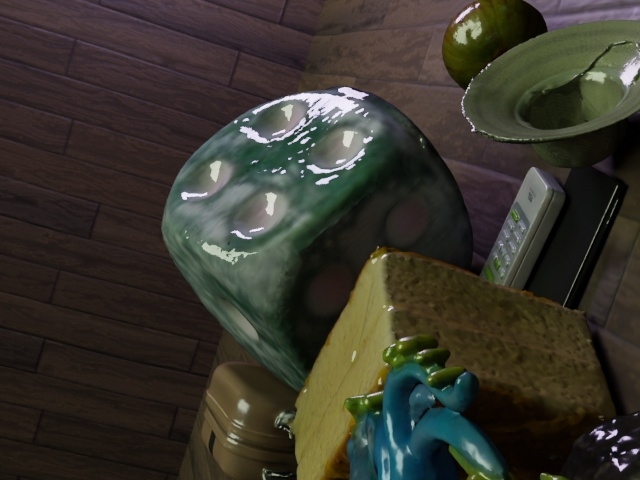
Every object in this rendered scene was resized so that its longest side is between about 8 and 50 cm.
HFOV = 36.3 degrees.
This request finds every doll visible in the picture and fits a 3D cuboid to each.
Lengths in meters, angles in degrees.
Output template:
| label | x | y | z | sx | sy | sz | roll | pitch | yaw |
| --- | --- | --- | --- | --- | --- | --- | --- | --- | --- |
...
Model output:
| label | x | y | z | sx | sy | sz | roll | pitch | yaw |
| --- | --- | --- | --- | --- | --- | --- | --- | --- | --- |
| doll | 0.099 | 0.241 | 0.780 | 0.341 | 0.099 | 0.345 | -137 | 47 | -65 |

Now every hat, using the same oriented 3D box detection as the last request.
| label | x | y | z | sx | sy | sz | roll | pitch | yaw |
| --- | --- | --- | --- | --- | --- | --- | --- | --- | --- |
| hat | 0.291 | -0.142 | 1.112 | 0.252 | 0.252 | 0.110 | -95 | -17 | -56 |

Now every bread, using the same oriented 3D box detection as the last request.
| label | x | y | z | sx | sy | sz | roll | pitch | yaw |
| --- | --- | --- | --- | --- | --- | --- | --- | --- | --- |
| bread | 0.134 | 0.192 | 1.056 | 0.207 | 0.279 | 0.279 | -90 | 23 | -54 |

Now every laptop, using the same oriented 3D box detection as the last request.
| label | x | y | z | sx | sy | sz | roll | pitch | yaw |
| --- | --- | --- | --- | --- | --- | --- | --- | --- | --- |
| laptop | 0.295 | 0.008 | 1.163 | 0.135 | 0.016 | 0.197 | -113 | 42 | -71 |

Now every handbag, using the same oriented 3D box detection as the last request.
| label | x | y | z | sx | sy | sz | roll | pitch | yaw |
| --- | --- | --- | --- | --- | --- | --- | --- | --- | --- |
| handbag | -0.016 | 0.297 | 1.483 | 0.283 | 0.302 | 0.149 | -153 | 77 | -70 |

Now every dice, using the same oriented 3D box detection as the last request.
| label | x | y | z | sx | sy | sz | roll | pitch | yaw |
| --- | --- | --- | --- | --- | --- | --- | --- | --- | --- |
| dice | 0.000 | 0.000 | 1.422 | 0.348 | 0.330 | 0.328 | -42 | 42 | -15 |

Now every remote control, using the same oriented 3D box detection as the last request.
| label | x | y | z | sx | sy | sz | roll | pitch | yaw |
| --- | --- | --- | --- | --- | --- | --- | --- | --- | --- |
| remote control | 0.242 | 0.032 | 1.257 | 0.103 | 0.034 | 0.250 | -91 | 20 | -67 |

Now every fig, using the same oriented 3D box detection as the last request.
| label | x | y | z | sx | sy | sz | roll | pitch | yaw |
| --- | --- | --- | --- | --- | --- | --- | --- | --- | --- |
| fig | 0.246 | -0.306 | 1.446 | 0.259 | 0.151 | 0.151 | -93 | 22 | -62 |

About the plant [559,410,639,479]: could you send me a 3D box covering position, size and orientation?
| label | x | y | z | sx | sy | sz | roll | pitch | yaw |
| --- | --- | --- | --- | --- | --- | --- | --- | --- | --- |
| plant | 0.267 | 0.276 | 0.662 | 0.320 | 0.194 | 0.181 | -86 | 5 | -54 |
